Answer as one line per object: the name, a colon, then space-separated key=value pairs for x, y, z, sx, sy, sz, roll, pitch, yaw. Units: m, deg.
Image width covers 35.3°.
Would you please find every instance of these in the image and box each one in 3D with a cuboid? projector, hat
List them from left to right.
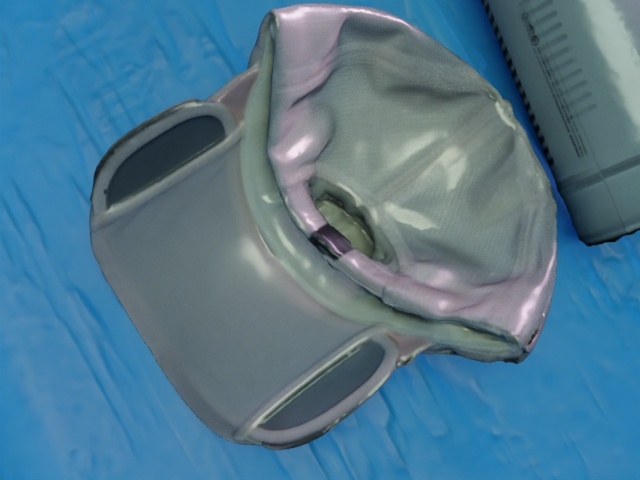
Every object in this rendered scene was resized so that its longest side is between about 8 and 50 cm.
hat: x=0.000 y=0.000 z=0.579 sx=0.226 sy=0.164 sz=0.219 roll=-34 pitch=86 yaw=34
projector: x=0.137 y=-0.168 z=0.585 sx=0.108 sy=0.108 sz=0.337 roll=-21 pitch=86 yaw=-5
